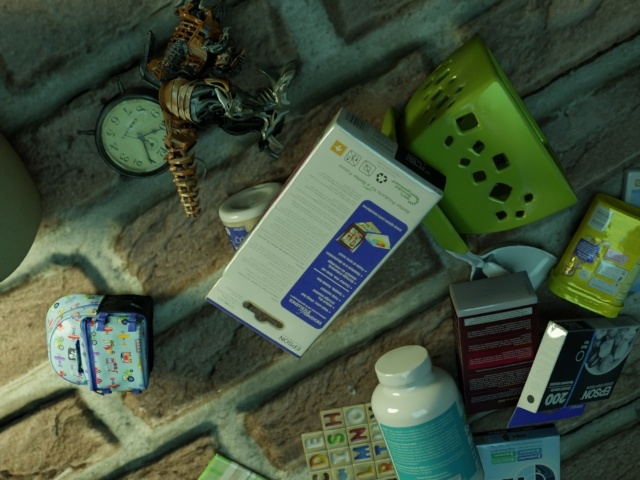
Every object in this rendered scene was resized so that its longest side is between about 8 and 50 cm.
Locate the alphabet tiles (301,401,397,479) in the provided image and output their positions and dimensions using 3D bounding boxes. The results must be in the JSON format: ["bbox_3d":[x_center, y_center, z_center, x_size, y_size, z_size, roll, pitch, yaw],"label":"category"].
[{"bbox_3d":[0.076,0.392,1.777,0.198,0.009,0.237,-10,113,0],"label":"alphabet tiles"}]

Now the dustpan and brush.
[{"bbox_3d":[0.272,0.044,1.620,0.211,0.060,0.147,32,106,-16],"label":"dustpan and brush"}]

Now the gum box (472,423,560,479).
[{"bbox_3d":[0.347,0.424,1.791,0.157,0.041,0.184,-6,113,-2],"label":"gum box"}]

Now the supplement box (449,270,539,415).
[{"bbox_3d":[0.287,0.171,1.639,0.130,0.073,0.239,-10,126,0],"label":"supplement box"}]

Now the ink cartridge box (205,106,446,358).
[{"bbox_3d":[0.000,0.000,1.427,0.176,0.069,0.371,34,121,-8],"label":"ink cartridge box"}]

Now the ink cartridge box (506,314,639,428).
[{"bbox_3d":[0.422,0.225,1.664,0.206,0.045,0.208,0,117,-39],"label":"ink cartridge box"}]

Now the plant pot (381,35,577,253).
[{"bbox_3d":[0.214,-0.130,1.463,0.207,0.228,0.227,-32,111,17],"label":"plant pot"}]

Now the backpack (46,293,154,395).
[{"bbox_3d":[-0.357,0.164,1.597,0.173,0.117,0.158,3,111,-2],"label":"backpack"}]

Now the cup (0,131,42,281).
[{"bbox_3d":[-0.541,-0.053,1.417,0.331,0.331,0.237,-47,136,14],"label":"cup"}]

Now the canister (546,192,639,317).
[{"bbox_3d":[0.457,0.023,1.602,0.126,0.073,0.170,23,113,0],"label":"canister"}]

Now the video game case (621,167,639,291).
[{"bbox_3d":[0.582,-0.018,1.637,0.193,0.023,0.212,-2,112,-3],"label":"video game case"}]

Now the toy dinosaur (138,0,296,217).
[{"bbox_3d":[-0.155,-0.203,1.434,0.218,0.164,0.322,8,105,-7],"label":"toy dinosaur"}]

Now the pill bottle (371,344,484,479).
[{"bbox_3d":[0.173,0.310,1.673,0.146,0.146,0.264,-18,110,4],"label":"pill bottle"}]

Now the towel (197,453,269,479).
[{"bbox_3d":[-0.148,0.450,1.781,0.152,0.023,0.113,32,104,-13],"label":"towel"}]

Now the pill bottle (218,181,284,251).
[{"bbox_3d":[-0.074,0.015,1.557,0.112,0.112,0.187,-20,112,4],"label":"pill bottle"}]

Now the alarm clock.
[{"bbox_3d":[-0.253,-0.151,1.503,0.192,0.064,0.129,36,105,-14],"label":"alarm clock"}]
